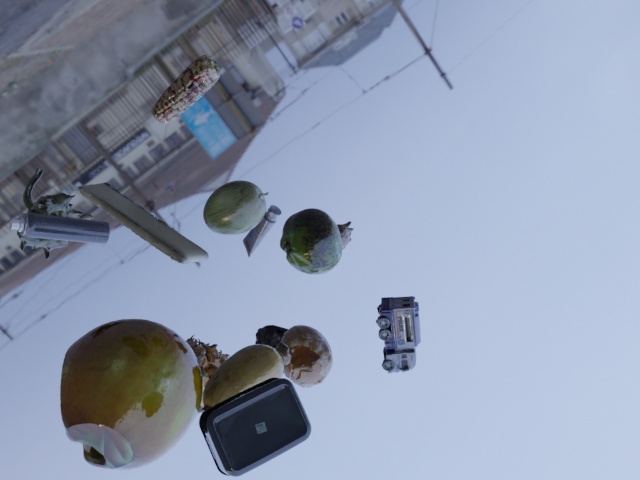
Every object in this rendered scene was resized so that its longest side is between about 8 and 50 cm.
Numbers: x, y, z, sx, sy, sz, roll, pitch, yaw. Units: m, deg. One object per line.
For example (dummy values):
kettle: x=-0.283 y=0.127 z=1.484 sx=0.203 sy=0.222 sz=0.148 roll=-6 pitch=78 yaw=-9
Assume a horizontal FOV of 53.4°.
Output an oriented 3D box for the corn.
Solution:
corn: x=-0.385 y=-0.417 z=1.793 sx=0.253 sy=0.086 sz=0.086 roll=-36 pitch=-161 yaw=22

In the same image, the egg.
egg: x=-0.055 y=0.399 z=2.223 sx=0.195 sy=0.195 sz=0.233 roll=-30 pitch=-126 yaw=18

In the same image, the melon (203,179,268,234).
melon: x=-0.219 y=-0.087 z=1.672 sx=0.192 sy=0.139 sz=0.139 roll=-23 pitch=-156 yaw=19

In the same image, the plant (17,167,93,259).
plant: x=-0.967 y=-0.085 z=2.225 sx=0.251 sy=0.180 sz=0.333 roll=-48 pitch=-142 yaw=-12

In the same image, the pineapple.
pineapple: x=-0.344 y=0.440 z=2.141 sx=0.286 sy=0.344 sz=0.209 roll=6 pitch=-125 yaw=23

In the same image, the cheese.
cheese: x=-0.429 y=-0.045 z=1.512 sx=0.400 sy=0.034 sz=0.085 roll=29 pitch=-153 yaw=28

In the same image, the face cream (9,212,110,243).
face cream: x=-0.790 y=-0.037 z=1.940 sx=0.073 sy=0.283 sz=0.073 roll=-11 pitch=-104 yaw=51

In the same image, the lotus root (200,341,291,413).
lotus root: x=-0.204 y=0.374 z=1.758 sx=0.303 sy=0.131 sz=0.146 roll=-34 pitch=-130 yaw=-32

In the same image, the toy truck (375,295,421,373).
toy truck: x=0.292 y=0.346 z=2.323 sx=0.155 sy=0.268 sz=0.124 roll=-5 pitch=-161 yaw=9

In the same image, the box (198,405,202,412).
box: x=-0.417 y=0.532 z=1.952 sx=0.079 sy=0.035 sz=0.083 roll=-34 pitch=164 yaw=28

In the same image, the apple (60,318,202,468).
apple: x=-0.486 y=0.392 z=1.584 sx=0.384 sy=0.374 sz=0.374 roll=-26 pitch=-157 yaw=30

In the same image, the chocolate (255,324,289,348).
chocolate: x=-0.186 y=0.488 z=2.687 sx=0.206 sy=0.224 sz=0.177 roll=112 pitch=-6 yaw=-54

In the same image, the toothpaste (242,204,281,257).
toothpaste: x=-0.231 y=-0.039 z=2.426 sx=0.234 sy=0.057 sz=0.089 roll=-48 pitch=-131 yaw=32

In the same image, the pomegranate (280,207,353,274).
pomegranate: x=-0.012 y=0.005 z=2.139 sx=0.204 sy=0.222 sz=0.276 roll=-18 pitch=174 yaw=22

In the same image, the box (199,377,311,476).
box: x=-0.128 y=0.370 z=1.274 sx=0.201 sy=0.144 sz=0.090 roll=-21 pitch=172 yaw=-21
